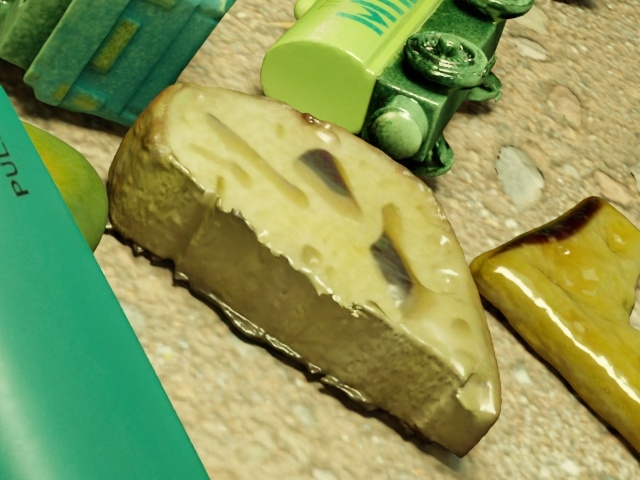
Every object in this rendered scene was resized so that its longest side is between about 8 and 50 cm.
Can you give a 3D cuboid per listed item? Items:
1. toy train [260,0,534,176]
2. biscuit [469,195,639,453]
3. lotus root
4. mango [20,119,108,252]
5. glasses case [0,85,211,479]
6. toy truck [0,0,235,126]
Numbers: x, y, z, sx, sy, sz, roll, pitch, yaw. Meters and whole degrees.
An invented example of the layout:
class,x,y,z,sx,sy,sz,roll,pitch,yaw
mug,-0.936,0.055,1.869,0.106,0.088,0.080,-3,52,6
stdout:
class,x,y,z,sx,sy,sz,roll,pitch,yaw
toy train,0.053,-0.139,0.999,0.157,0.105,0.253,22,35,9
biscuit,0.201,0.053,0.935,0.174,0.039,0.183,-19,61,-48
lotus root,0.000,0.000,0.827,0.261,0.074,0.170,31,35,-3
mango,-0.190,-0.018,0.704,0.130,0.092,0.195,47,31,21
glasses case,-0.119,0.072,0.594,0.117,0.070,0.301,-25,83,-48
toy truck,-0.140,-0.210,0.897,0.156,0.155,0.279,24,37,-26
